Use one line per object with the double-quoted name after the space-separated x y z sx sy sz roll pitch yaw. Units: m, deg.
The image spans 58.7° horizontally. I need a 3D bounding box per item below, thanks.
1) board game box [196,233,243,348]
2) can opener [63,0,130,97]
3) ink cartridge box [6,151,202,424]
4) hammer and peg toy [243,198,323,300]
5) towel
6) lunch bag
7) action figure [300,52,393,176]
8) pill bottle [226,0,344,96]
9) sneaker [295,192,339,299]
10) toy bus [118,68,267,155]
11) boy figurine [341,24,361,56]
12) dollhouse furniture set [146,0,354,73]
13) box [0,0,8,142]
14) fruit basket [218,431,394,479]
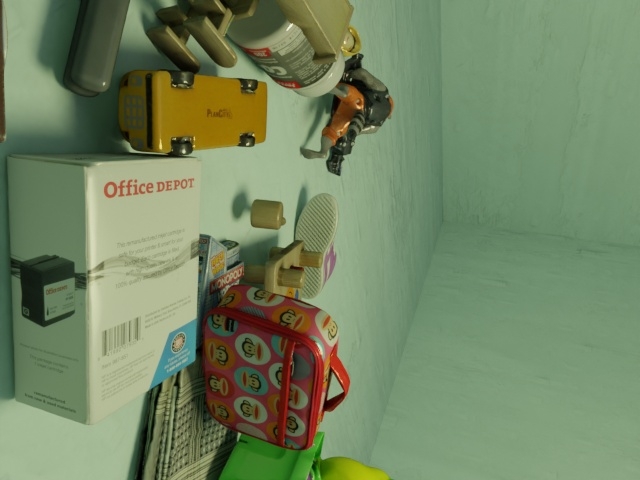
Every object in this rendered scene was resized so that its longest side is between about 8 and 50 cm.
-0.198 0.069 1.052 0.194 0.060 0.194 -31 128 -64 "board game box"
-0.281 -0.324 0.692 0.095 0.076 0.284 15 84 -37 "can opener"
-0.271 0.041 0.748 0.223 0.129 0.308 -23 119 -66 "ink cartridge box"
-0.072 0.089 1.229 0.266 0.127 0.362 -40 135 -75 "hammer and peg toy"
-0.230 0.349 1.091 0.324 0.056 0.312 13 87 -69 "towel"
-0.075 0.234 1.012 0.120 0.258 0.293 -54 155 -53 "lunch bag"
0.089 -0.296 1.486 0.330 0.178 0.341 -35 139 -48 "action figure"
-0.058 -0.388 1.092 0.283 0.161 0.161 23 77 -69 "pill bottle"
-0.001 0.000 1.509 0.161 0.102 0.282 -38 144 -66 "sneaker"
-0.188 -0.198 0.868 0.332 0.130 0.108 -29 126 -65 "toy bus"
0.019 -0.512 1.350 0.285 0.092 0.177 33 63 -65 "boy figurine"
-0.098 -0.355 0.874 0.161 0.242 0.212 45 55 -50 "dollhouse furniture set"
-0.395 -0.157 0.333 0.381 0.143 0.191 -20 116 -65 "box"
-0.026 0.572 1.202 0.283 0.392 0.392 -62 152 -42 "fruit basket"
